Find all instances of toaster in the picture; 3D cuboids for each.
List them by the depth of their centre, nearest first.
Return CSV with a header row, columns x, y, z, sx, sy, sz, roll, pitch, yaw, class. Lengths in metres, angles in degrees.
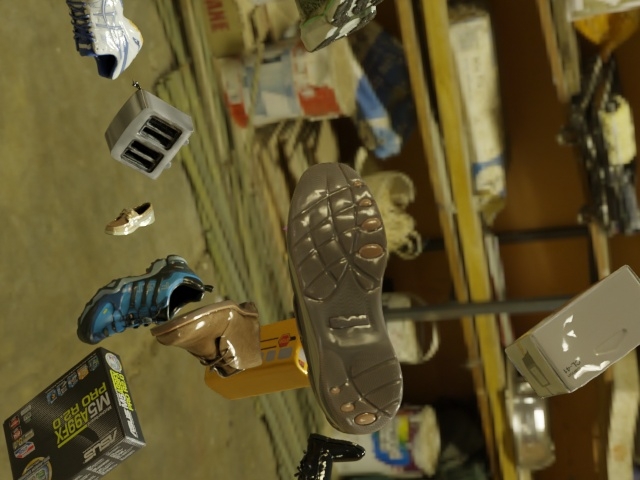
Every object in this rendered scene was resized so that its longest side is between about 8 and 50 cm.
x,y,z,sx,sy,sz,roll,pitch,yaw,class
-0.424,-0.264,2.406,0.185,0.168,0.110,29,20,-35,toaster

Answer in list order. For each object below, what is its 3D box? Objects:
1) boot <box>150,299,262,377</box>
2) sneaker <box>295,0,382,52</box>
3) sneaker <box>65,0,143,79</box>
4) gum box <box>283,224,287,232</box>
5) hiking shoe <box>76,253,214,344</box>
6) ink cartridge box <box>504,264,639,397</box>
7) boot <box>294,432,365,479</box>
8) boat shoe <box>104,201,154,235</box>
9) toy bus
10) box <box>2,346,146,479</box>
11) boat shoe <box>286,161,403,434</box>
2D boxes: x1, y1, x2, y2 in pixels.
x,y,z,sx,sy,sz,roll,pitch,yaw,class
-0.169,0.164,1.605,0.305,0.112,0.115,11,63,-69,boot
0.018,-0.437,1.559,0.182,0.158,0.410,57,-18,-2,sneaker
-0.489,-0.468,2.138,0.131,0.111,0.296,-65,149,-20,sneaker
0.000,0.000,2.168,0.107,0.062,0.188,47,8,14,gum box
-0.394,0.140,2.173,0.304,0.132,0.113,-35,140,-26,hiking shoe
0.483,0.176,1.824,0.131,0.226,0.306,54,-5,11,ink cartridge box
0.017,0.418,1.831,0.045,0.121,0.099,102,3,-49,boot
-0.392,-0.046,2.015,0.135,0.050,0.045,-32,130,-57,boat shoe
-0.089,0.247,2.105,0.108,0.332,0.130,42,46,-36,toy bus
-0.468,0.362,1.849,0.060,0.270,0.216,37,20,-48,box
0.013,0.076,1.262,0.130,0.132,0.356,130,-42,-64,boat shoe
